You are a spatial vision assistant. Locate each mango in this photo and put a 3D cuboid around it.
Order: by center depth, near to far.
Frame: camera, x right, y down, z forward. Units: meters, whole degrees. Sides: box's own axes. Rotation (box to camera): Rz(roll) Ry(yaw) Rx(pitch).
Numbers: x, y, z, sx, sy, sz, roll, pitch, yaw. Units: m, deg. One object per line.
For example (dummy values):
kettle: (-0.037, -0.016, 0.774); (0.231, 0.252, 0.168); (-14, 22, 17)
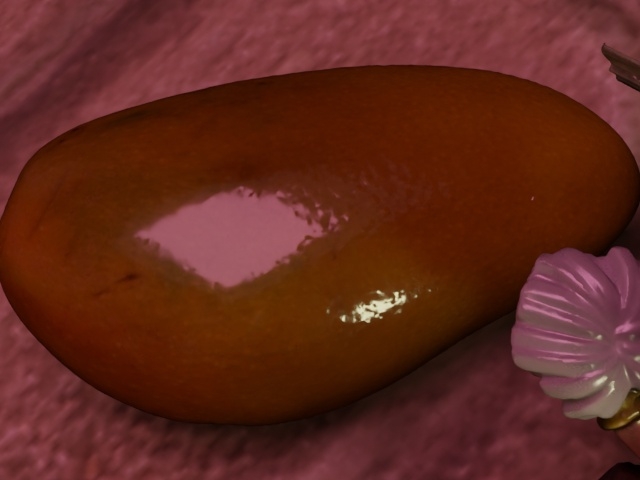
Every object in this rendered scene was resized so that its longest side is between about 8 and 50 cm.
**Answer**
mango: (0.000, 0.000, 0.704); (0.253, 0.113, 0.138); (-9, 57, 0)

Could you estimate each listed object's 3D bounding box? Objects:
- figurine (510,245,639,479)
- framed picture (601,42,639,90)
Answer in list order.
figurine: (0.150, 0.077, 0.622); (0.174, 0.116, 0.240); (1, 66, 1)
framed picture: (0.184, -0.022, 0.642); (0.142, 0.183, 0.011); (30, 99, 24)
